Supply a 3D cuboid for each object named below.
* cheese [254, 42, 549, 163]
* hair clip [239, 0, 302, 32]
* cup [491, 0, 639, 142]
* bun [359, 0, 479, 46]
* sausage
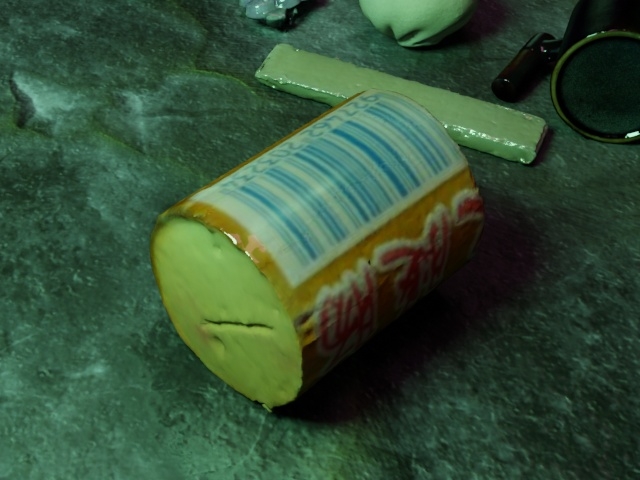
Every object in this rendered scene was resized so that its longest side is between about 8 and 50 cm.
[{"bbox_3d":[0.105,-0.187,1.531,0.400,0.034,0.085,19,46,17],"label":"cheese"},{"bbox_3d":[-0.060,-0.370,1.714,0.124,0.052,0.195,-4,37,1],"label":"hair clip"},{"bbox_3d":[0.360,-0.254,1.524,0.239,0.166,0.177,12,41,8],"label":"cup"},{"bbox_3d":[0.139,-0.336,1.628,0.173,0.120,0.173,2,17,-1],"label":"bun"},{"bbox_3d":[0.000,0.000,1.191,0.233,0.233,0.287,33,51,28],"label":"sausage"}]
